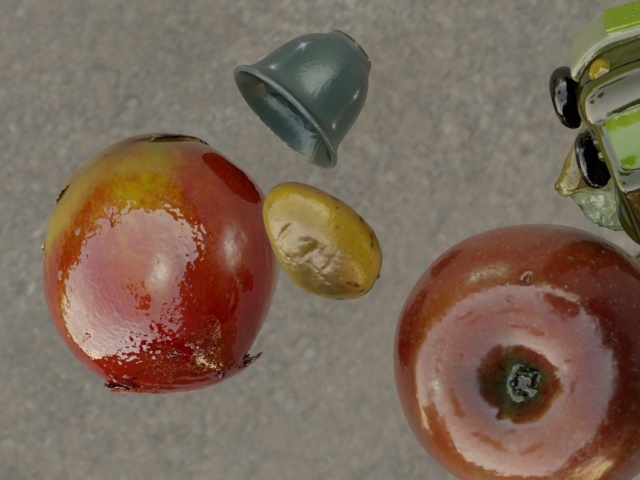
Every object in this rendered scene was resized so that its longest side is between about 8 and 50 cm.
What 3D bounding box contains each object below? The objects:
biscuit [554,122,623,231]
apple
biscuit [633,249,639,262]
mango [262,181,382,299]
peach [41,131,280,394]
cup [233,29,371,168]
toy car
[{"bbox_3d":[0.409,-0.098,1.613,0.078,0.329,0.335,26,154,50],"label":"biscuit"},{"bbox_3d":[0.258,0.148,1.646,0.348,0.277,0.349,0,92,15],"label":"apple"},{"bbox_3d":[0.427,0.052,1.925,0.225,0.166,0.036,-40,92,24],"label":"biscuit"},{"bbox_3d":[0.000,0.000,1.008,0.079,0.057,0.114,-9,135,39],"label":"mango"},{"bbox_3d":[-0.211,0.041,1.910,0.370,0.370,0.370,8,117,16],"label":"peach"},{"bbox_3d":[-0.004,-0.224,1.985,0.199,0.199,0.150,45,78,-5],"label":"cup"},{"bbox_3d":[0.319,-0.073,1.230,0.204,0.198,0.248,-14,136,21],"label":"toy car"}]
